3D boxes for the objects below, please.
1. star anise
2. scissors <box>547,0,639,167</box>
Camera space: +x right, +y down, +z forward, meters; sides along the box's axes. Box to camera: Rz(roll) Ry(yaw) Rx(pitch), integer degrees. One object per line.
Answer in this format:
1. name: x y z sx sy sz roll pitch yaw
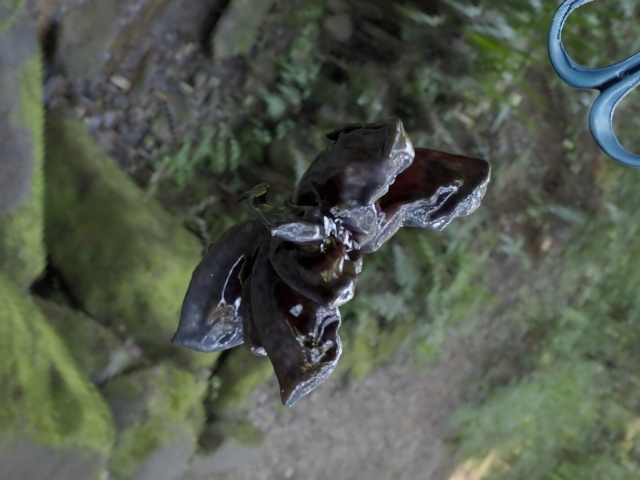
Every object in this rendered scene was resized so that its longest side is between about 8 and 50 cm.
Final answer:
1. star anise: -0.003 0.003 1.036 0.283 0.129 0.212 -34 -168 50
2. scissors: 0.272 -0.152 0.933 0.256 0.125 0.030 -31 172 15
